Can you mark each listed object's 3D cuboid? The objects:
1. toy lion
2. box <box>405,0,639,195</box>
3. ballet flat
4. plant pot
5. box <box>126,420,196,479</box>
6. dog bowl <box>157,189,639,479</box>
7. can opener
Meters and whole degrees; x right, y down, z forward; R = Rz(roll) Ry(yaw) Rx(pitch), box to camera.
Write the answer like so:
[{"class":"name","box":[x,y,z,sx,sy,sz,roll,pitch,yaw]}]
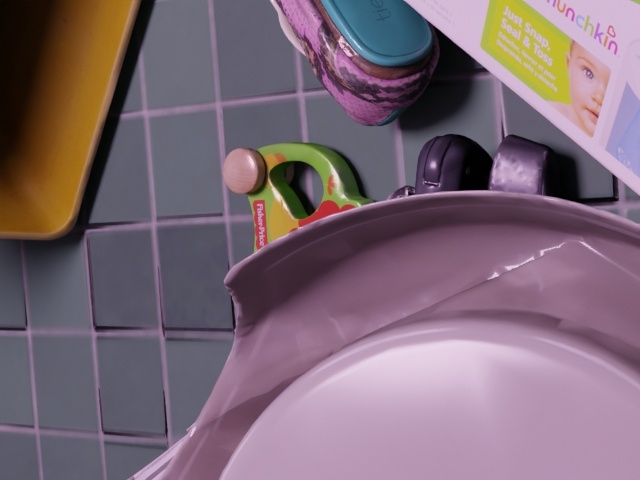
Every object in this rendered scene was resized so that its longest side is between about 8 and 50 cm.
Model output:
[{"class":"toy lion","box":[0.000,0.000,0.845,0.096,0.034,0.100,-3,93,37]},{"class":"box","box":[0.117,-0.117,0.645,0.203,0.103,0.114,44,144,32]},{"class":"ballet flat","box":[-0.014,-0.150,0.816,0.221,0.077,0.079,64,151,17]},{"class":"plant pot","box":[-0.244,-0.139,0.952,0.187,0.212,0.212,46,125,45]},{"class":"box","box":[-0.016,0.244,0.848,0.169,0.087,0.290,-43,67,38]},{"class":"dog bowl","box":[0.072,0.155,0.669,0.349,0.102,0.349,0,89,26]},{"class":"can opener","box":[0.059,0.041,0.770,0.073,0.059,0.186,20,108,40]}]
